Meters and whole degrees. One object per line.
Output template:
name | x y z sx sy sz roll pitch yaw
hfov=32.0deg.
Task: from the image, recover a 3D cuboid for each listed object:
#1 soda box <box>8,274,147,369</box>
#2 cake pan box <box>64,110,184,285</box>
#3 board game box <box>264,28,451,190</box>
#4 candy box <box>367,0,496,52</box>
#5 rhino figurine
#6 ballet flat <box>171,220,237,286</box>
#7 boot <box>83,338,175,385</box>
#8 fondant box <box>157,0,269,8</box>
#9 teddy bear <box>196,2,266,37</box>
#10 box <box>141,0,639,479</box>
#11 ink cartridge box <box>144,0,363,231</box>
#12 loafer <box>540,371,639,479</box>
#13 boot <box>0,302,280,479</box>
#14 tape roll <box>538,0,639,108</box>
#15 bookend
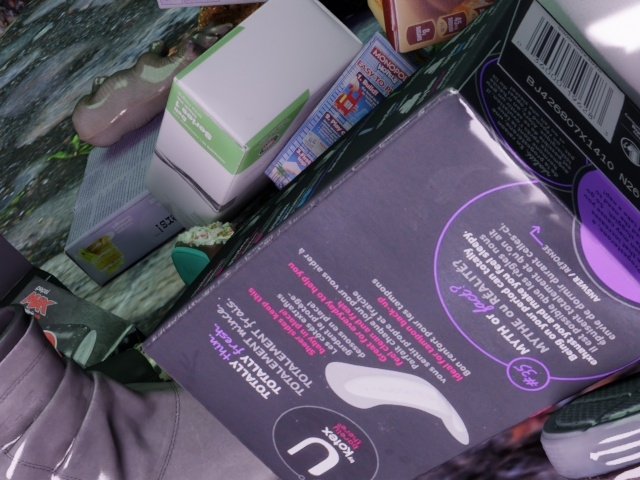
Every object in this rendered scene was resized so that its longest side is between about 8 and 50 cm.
soda box | -0.231 0.091 1.063 0.169 0.053 0.060 18 62 42
cake pan box | -0.177 -0.097 1.313 0.245 0.070 0.267 -32 28 13
board game box | 0.060 -0.136 0.978 0.194 0.060 0.194 -45 -1 -31
candy box | 0.184 -0.274 0.830 0.316 0.183 0.087 -16 44 -5
rhino figurine | -0.197 -0.189 1.325 0.243 0.073 0.106 -29 24 20
ballet flat | -0.055 0.022 0.958 0.077 0.091 0.241 -27 25 -22
boot | -0.198 0.161 0.938 0.178 0.085 0.236 -26 -10 -25
fondant box | -0.029 -0.396 1.364 0.330 0.096 0.238 -1 46 15
teddy bear | -0.059 -0.382 1.486 0.338 0.113 0.245 -43 56 -15
box | 0.056 0.017 0.632 0.270 0.165 0.143 -38 11 38
ink cartridge box | -0.069 -0.110 1.036 0.160 0.092 0.219 -44 -4 -27
loafer | 0.251 0.076 0.484 0.302 0.095 0.109 -22 1 26
boot | -0.134 0.115 0.757 0.338 0.223 0.118 -45 26 -6
tape roll | 0.233 -0.173 0.682 0.169 0.246 0.246 -25 31 28
bookend | -0.328 0.053 1.186 0.072 0.156 0.157 -50 28 -16
